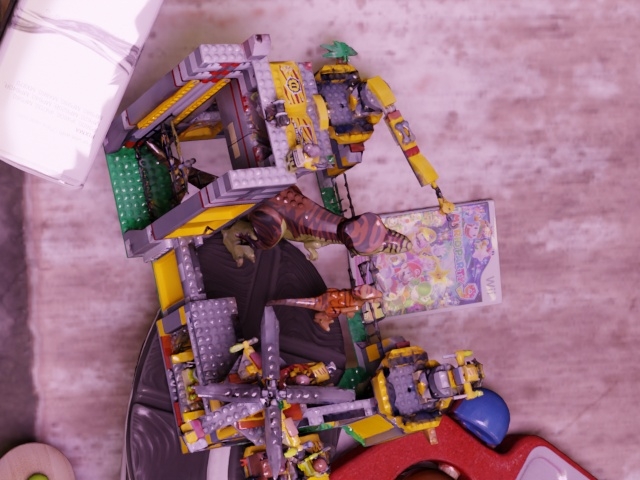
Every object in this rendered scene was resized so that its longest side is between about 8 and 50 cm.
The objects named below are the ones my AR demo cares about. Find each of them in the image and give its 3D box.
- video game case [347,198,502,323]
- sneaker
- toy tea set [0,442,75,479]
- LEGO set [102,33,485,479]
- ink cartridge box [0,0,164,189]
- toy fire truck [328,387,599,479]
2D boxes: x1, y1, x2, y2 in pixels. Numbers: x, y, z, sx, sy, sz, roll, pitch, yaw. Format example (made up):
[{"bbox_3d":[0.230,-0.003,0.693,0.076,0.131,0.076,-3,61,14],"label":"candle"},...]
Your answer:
[{"bbox_3d":[0.083,0.017,1.225,0.122,0.011,0.087,-8,104,-8],"label":"video game case"},{"bbox_3d":[-0.125,0.218,1.157,0.169,0.257,0.447,20,64,-25],"label":"sneaker"},{"bbox_3d":[-0.312,0.276,1.110,0.200,0.124,0.336,37,73,-12],"label":"toy tea set"},{"bbox_3d":[0.000,0.000,1.034,0.255,0.192,0.331,3,72,-31],"label":"LEGO set"},{"bbox_3d":[-0.167,-0.161,1.061,0.092,0.158,0.218,21,99,-15],"label":"ink cartridge box"},{"bbox_3d":[0.118,0.262,1.229,0.302,0.169,0.254,38,70,-17],"label":"toy fire truck"}]
